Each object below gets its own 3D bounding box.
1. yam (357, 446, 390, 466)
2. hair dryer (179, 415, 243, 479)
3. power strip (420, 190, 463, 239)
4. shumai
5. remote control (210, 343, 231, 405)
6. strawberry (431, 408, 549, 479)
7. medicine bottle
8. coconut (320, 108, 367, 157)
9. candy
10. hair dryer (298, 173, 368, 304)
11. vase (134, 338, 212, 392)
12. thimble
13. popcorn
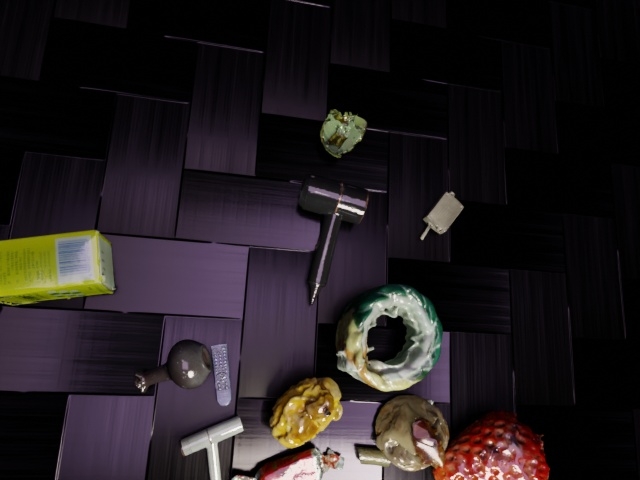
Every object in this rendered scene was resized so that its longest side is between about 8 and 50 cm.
[{"bbox_3d":[0.138,0.567,1.213,0.094,0.043,0.043,9,77,-9],"label":"yam"},{"bbox_3d":[-0.245,0.549,1.142,0.154,0.044,0.183,-19,88,-14],"label":"hair dryer"},{"bbox_3d":[0.356,-0.067,1.391,0.075,0.042,0.175,42,75,-1],"label":"power strip"},{"bbox_3d":[0.241,0.491,1.187,0.201,0.120,0.202,0,61,0],"label":"shumai"},{"bbox_3d":[-0.254,0.344,1.186,0.043,0.027,0.153,-6,78,-7],"label":"remote control"},{"bbox_3d":[0.452,0.554,1.200,0.279,0.150,0.254,16,55,12],"label":"strawberry"},{"bbox_3d":[-0.638,0.067,1.105,0.249,0.137,0.141,-6,81,-13],"label":"medicine bottle"},{"bbox_3d":[0.061,-0.321,1.375,0.158,0.055,0.133,-32,85,-18],"label":"coconut"},{"bbox_3d":[-0.078,0.582,1.155,0.291,0.059,0.086,-13,83,-13],"label":"candy"},{"bbox_3d":[0.000,0.000,1.280,0.188,0.107,0.353,16,81,-6],"label":"hair dryer"},{"bbox_3d":[-0.363,0.316,1.130,0.182,0.120,0.120,-19,83,-1],"label":"vase"},{"bbox_3d":[0.172,0.256,1.220,0.288,0.167,0.254,-35,87,-17],"label":"thimble"},{"bbox_3d":[-0.032,0.418,1.162,0.194,0.163,0.140,-47,69,14],"label":"popcorn"}]
